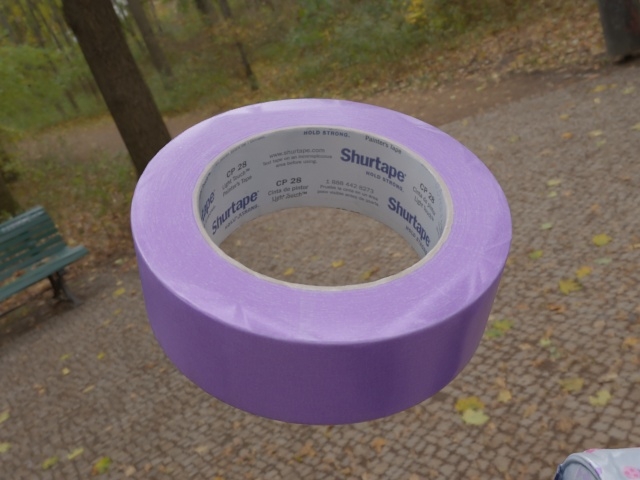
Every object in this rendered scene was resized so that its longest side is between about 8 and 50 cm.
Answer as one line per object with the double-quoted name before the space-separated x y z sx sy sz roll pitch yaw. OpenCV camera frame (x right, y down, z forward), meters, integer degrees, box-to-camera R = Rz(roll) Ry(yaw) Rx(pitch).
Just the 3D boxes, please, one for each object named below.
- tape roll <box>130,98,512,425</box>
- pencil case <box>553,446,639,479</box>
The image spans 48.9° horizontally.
"tape roll" 0.000 0.000 0.540 0.274 0.090 0.275 1 42 -1
"pencil case" 0.382 0.271 0.713 0.273 0.124 0.113 -2 25 -8
